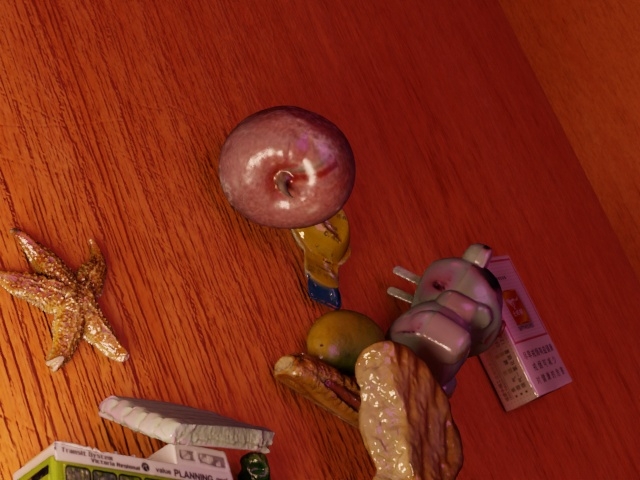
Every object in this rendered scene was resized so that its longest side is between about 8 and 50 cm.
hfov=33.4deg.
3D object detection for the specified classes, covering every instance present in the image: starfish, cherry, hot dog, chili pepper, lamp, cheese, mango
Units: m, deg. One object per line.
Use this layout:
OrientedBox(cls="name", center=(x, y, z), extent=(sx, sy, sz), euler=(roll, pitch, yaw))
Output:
OrientedBox(cls="starfish", center=(-0.342, 0.072, 1.451), extent=(0.227, 0.043, 0.240), euler=(44, 30, -23))
OrientedBox(cls="cherry", center=(-0.060, -0.126, 1.860), extent=(0.236, 0.213, 0.285), euler=(26, 24, -17))
OrientedBox(cls="hot dog", center=(0.038, 0.263, 1.781), extent=(0.289, 0.083, 0.068), euler=(35, 69, -35))
OrientedBox(cls="chili pepper", center=(-0.061, 0.387, 1.533), extent=(0.182, 0.073, 0.050), euler=(49, 8, -3))
OrientedBox(cls="lamp", center=(0.221, 0.152, 2.059), extent=(0.247, 0.247, 0.301), euler=(23, 38, 19))
OrientedBox(cls="cheese", center=(0.000, 0.000, 1.980), extent=(0.177, 0.069, 0.270), euler=(28, 45, -39))
OrientedBox(cls="mango", center=(0.045, 0.177, 1.867), extent=(0.191, 0.085, 0.122), euler=(12, 56, -52))

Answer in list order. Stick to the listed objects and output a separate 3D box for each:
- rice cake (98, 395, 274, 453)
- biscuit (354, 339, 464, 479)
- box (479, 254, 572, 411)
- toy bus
OrientedBox(cls="rice cake", center=(-0.178, 0.245, 1.415), extent=(0.198, 0.189, 0.037), euler=(18, 83, -44))
OrientedBox(cls="biscuit", center=(0.144, 0.310, 1.746), extent=(0.213, 0.091, 0.274), euler=(30, 41, -44))
OrientedBox(cls="box", center=(0.416, 0.198, 2.374), extent=(0.210, 0.095, 0.330), euler=(-5, 67, -57))
OrientedBox(cls="toy bus", center=(-0.232, 0.322, 1.318), extent=(0.301, 0.113, 0.139), euler=(22, 42, -43))
